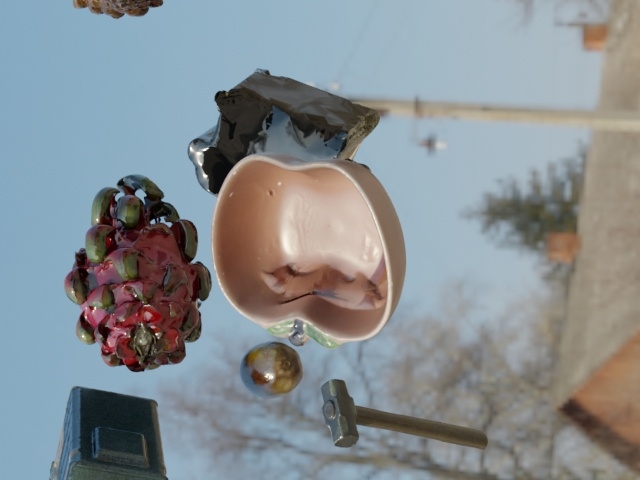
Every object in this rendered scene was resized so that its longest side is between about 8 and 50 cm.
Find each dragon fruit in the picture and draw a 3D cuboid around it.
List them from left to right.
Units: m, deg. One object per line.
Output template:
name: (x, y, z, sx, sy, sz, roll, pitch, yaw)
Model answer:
dragon fruit: (-0.254, 0.045, 2.159, 0.198, 0.218, 0.272, -179, 80, -69)

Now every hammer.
hammer: (0.155, 0.321, 2.681, 0.365, 0.043, 0.111, 15, -133, -37)

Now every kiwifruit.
kiwifruit: (-0.066, 0.169, 2.028, 0.124, 0.075, 0.075, 160, 117, -70)

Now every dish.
dish: (0.000, 0.000, 1.514, 0.090, 0.213, 0.213, -33, -54, -52)

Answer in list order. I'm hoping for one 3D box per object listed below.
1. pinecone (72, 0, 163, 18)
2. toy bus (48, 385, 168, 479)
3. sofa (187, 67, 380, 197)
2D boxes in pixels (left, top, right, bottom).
pinecone: (-0.271, -0.378, 2.055, 0.173, 0.174, 0.173, 3, -90, -73)
toy bus: (-0.277, 0.309, 2.009, 0.275, 0.139, 0.167, -115, 39, -71)
sofa: (-0.054, -0.134, 2.403, 0.200, 0.258, 0.182, -49, -22, -64)
